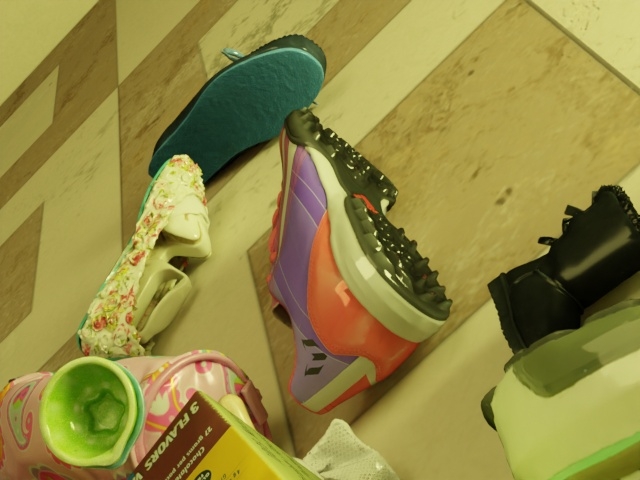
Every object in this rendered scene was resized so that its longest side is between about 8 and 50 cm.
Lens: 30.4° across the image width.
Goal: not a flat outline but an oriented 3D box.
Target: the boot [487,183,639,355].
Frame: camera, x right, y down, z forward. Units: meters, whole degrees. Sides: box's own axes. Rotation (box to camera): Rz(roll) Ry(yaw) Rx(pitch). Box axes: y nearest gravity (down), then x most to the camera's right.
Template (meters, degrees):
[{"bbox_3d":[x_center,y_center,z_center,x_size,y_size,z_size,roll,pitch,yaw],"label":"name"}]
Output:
[{"bbox_3d":[0.149,0.027,0.659,0.099,0.045,0.121,-38,26,15],"label":"boot"}]

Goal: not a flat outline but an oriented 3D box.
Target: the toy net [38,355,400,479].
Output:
[{"bbox_3d":[-0.068,0.148,0.705,0.232,0.045,0.122,10,79,21],"label":"toy net"}]

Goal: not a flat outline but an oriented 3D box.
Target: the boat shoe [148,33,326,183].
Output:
[{"bbox_3d":[-0.094,-0.147,1.230,0.258,0.109,0.089,-27,29,35],"label":"boat shoe"}]

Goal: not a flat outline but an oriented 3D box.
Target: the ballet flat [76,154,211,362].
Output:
[{"bbox_3d":[-0.150,0.023,1.132,0.077,0.091,0.241,8,60,26],"label":"ballet flat"}]

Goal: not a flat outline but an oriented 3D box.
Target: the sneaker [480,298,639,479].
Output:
[{"bbox_3d":[0.250,0.073,0.370,0.410,0.158,0.182,-29,60,36],"label":"sneaker"}]

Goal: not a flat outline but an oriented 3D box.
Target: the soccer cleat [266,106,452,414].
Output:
[{"bbox_3d":[0.000,0.000,0.872,0.116,0.108,0.318,-47,27,14],"label":"soccer cleat"}]

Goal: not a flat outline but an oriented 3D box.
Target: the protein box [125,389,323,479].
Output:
[{"bbox_3d":[0.011,0.193,0.457,0.136,0.201,0.200,-52,25,-6],"label":"protein box"}]

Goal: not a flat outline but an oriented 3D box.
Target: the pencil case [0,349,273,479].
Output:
[{"bbox_3d":[-0.154,0.148,0.895,0.284,0.124,0.124,-14,42,53],"label":"pencil case"}]
